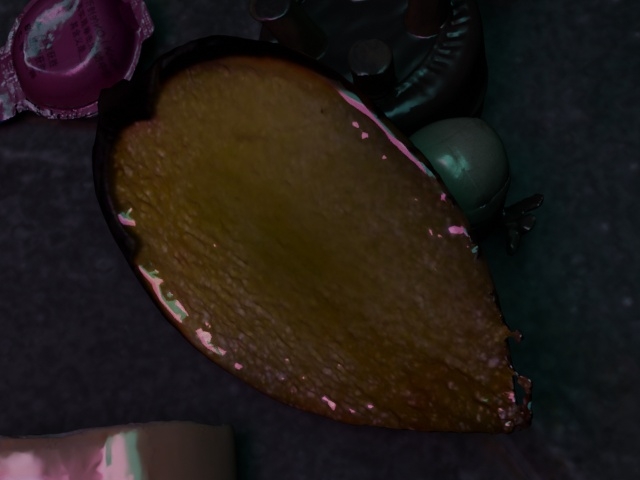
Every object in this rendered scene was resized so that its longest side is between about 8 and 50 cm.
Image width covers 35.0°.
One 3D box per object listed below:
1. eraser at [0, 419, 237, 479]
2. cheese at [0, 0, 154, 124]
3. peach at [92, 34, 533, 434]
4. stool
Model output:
[{"bbox_3d":[-0.123,0.245,0.511,0.171,0.087,0.290,-7,74,9],"label":"eraser"},{"bbox_3d":[-0.170,-0.110,0.629,0.145,0.038,0.095,-25,73,7],"label":"cheese"},{"bbox_3d":[0.001,-0.002,0.524,0.279,0.189,0.068,36,40,15],"label":"peach"},{"bbox_3d":[0.040,-0.084,0.555,0.125,0.121,0.217,-27,69,-1],"label":"stool"}]
